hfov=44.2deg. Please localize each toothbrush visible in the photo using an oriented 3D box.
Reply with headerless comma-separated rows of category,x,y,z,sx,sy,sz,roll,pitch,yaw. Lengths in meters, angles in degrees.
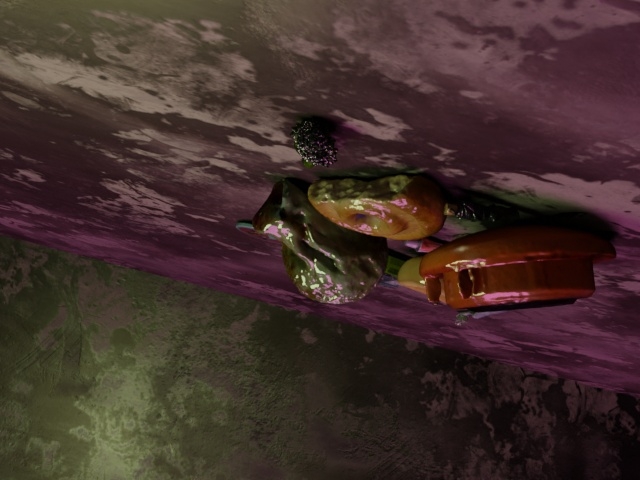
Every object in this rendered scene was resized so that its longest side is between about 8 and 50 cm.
toothbrush,0.510,0.228,2.468,0.035,0.042,0.413,16,165,-9

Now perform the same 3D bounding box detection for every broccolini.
broccolini,-0.012,-0.159,1.315,0.091,0.068,0.202,28,-178,-5

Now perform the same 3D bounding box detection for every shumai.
shumai,0.000,0.000,1.615,0.272,0.222,0.203,18,166,21

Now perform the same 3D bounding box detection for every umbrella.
umbrella,0.288,-0.050,1.412,0.144,0.037,0.040,6,-173,-17

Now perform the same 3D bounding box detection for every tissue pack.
tissue pack,0.125,0.061,2.051,0.236,0.073,0.173,21,166,-28

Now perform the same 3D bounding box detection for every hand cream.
hand cream,0.293,0.022,1.799,0.216,0.038,0.052,11,-167,-15

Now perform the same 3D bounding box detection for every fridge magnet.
fridge magnet,0.368,0.053,1.488,0.364,0.155,0.363,-5,173,-1

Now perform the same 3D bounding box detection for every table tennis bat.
table tennis bat,-0.131,-0.020,2.069,0.153,0.040,0.244,21,170,-26

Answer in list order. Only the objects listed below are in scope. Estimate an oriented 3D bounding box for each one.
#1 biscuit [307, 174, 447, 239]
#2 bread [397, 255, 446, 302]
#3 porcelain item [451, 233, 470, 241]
biscuit,0.122,-0.058,1.487,0.213,0.091,0.274,25,161,-37
bread,0.301,0.097,1.964,0.217,0.098,0.147,25,165,-34
porcelain item,0.385,0.049,1.726,0.216,0.069,0.081,21,154,-25
